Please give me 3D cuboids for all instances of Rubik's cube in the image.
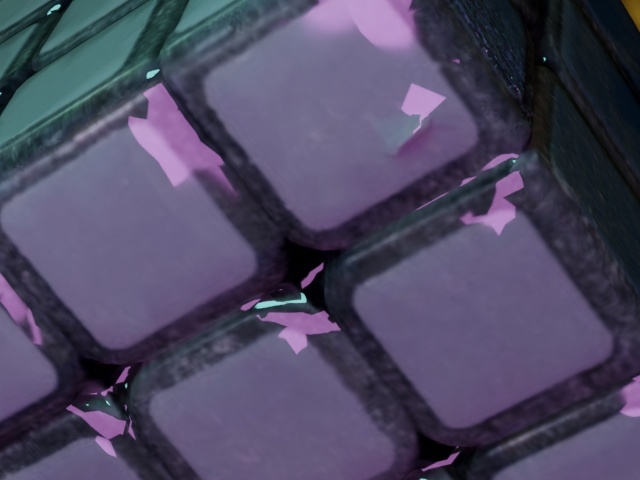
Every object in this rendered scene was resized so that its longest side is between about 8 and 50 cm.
[{"bbox_3d":[0.000,0.000,0.822,0.303,0.301,0.305,-30,110,23],"label":"Rubik's cube"}]
